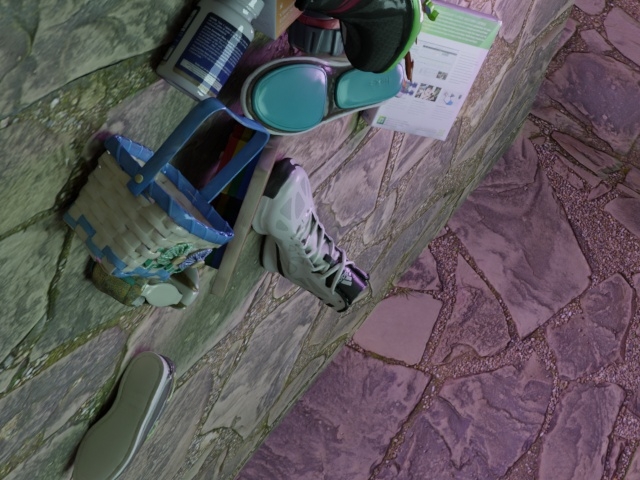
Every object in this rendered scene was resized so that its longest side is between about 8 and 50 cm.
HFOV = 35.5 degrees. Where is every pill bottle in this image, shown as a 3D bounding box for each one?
[{"bbox_3d":[-0.154,-0.287,1.436,0.169,0.094,0.094,-58,164,-1],"label":"pill bottle"}]

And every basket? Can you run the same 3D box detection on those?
[{"bbox_3d":[-0.208,-0.078,1.468,0.289,0.201,0.255,-50,165,8],"label":"basket"}]

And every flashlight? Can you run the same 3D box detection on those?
[{"bbox_3d":[0.019,-0.453,1.594,0.103,0.103,0.304,-114,-150,-58],"label":"flashlight"}]

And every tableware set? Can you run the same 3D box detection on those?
[{"bbox_3d":[0.189,-0.432,2.154,0.168,0.020,0.141,-99,-173,-57],"label":"tableware set"}]

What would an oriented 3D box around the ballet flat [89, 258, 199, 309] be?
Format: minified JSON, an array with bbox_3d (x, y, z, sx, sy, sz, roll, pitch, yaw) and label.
[{"bbox_3d":[-0.272,0.071,1.719,0.123,0.123,0.348,-59,165,4],"label":"ballet flat"}]

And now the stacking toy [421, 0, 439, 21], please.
[{"bbox_3d":[0.273,-0.599,2.136,0.167,0.052,0.221,-50,147,-24],"label":"stacking toy"}]

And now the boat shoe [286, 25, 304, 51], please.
[{"bbox_3d":[0.066,-0.419,1.810,0.341,0.121,0.110,-35,178,-29],"label":"boat shoe"}]

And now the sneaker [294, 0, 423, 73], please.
[{"bbox_3d":[0.014,-0.391,1.366,0.202,0.185,0.483,-29,151,-2],"label":"sneaker"}]

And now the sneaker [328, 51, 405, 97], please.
[{"bbox_3d":[0.137,-0.406,2.033,0.180,0.125,0.321,-59,162,6],"label":"sneaker"}]

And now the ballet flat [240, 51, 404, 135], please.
[{"bbox_3d":[-0.019,-0.271,1.756,0.400,0.139,0.139,-19,141,-43],"label":"ballet flat"}]

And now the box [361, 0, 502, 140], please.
[{"bbox_3d":[0.259,-0.399,2.337,0.232,0.058,0.322,7,121,-33],"label":"box"}]

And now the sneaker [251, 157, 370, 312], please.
[{"bbox_3d":[0.001,-0.001,2.148,0.169,0.257,0.447,-53,163,-19],"label":"sneaker"}]

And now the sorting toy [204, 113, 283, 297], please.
[{"bbox_3d":[-0.149,-0.078,1.733,0.255,0.089,0.257,-76,-172,-60],"label":"sorting toy"}]

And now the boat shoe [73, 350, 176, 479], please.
[{"bbox_3d":[-0.377,0.362,1.961,0.305,0.109,0.091,-61,160,-3],"label":"boat shoe"}]

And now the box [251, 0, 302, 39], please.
[{"bbox_3d":[-0.065,-0.411,1.482,0.130,0.091,0.170,-50,163,-26],"label":"box"}]
